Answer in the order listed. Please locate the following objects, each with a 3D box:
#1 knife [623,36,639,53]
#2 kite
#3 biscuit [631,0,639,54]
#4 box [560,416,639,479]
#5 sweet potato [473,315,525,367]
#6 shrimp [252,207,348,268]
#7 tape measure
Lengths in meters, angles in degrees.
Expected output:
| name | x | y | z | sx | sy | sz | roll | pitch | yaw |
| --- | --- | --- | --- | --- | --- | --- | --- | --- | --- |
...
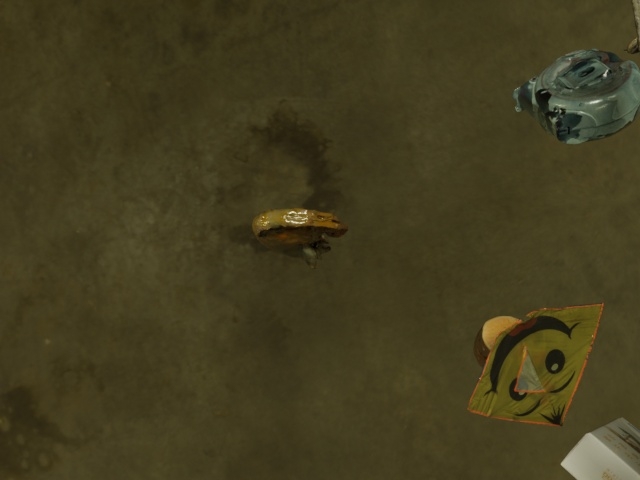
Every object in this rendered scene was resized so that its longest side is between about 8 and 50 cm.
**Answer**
| name | x | y | z | sx | sy | sz | roll | pitch | yaw |
| --- | --- | --- | --- | --- | --- | --- | --- | --- | --- |
| knife | 0.920 | -0.607 | 1.580 | 0.043 | 0.089 | 0.365 | 59 | 153 | 18 |
| kite | 0.454 | 0.267 | 1.301 | 0.013 | 0.327 | 0.377 | 38 | 115 | -18 |
| biscuit | 0.679 | -0.403 | 1.228 | 0.062 | 0.108 | 0.238 | 15 | 129 | 59 |
| box | 0.442 | 0.328 | 0.860 | 0.149 | 0.233 | 0.067 | 45 | 108 | 33 |
| sweet potato | 0.497 | 0.301 | 1.770 | 0.131 | 0.336 | 0.131 | -2 | 71 | 5 |
| shrimp | -0.007 | 0.005 | 0.835 | 0.117 | 0.262 | 0.066 | 8 | 86 | 21 |
| tape measure | 0.672 | -0.371 | 1.582 | 0.275 | 0.147 | 0.256 | -26 | 42 | 2 |
